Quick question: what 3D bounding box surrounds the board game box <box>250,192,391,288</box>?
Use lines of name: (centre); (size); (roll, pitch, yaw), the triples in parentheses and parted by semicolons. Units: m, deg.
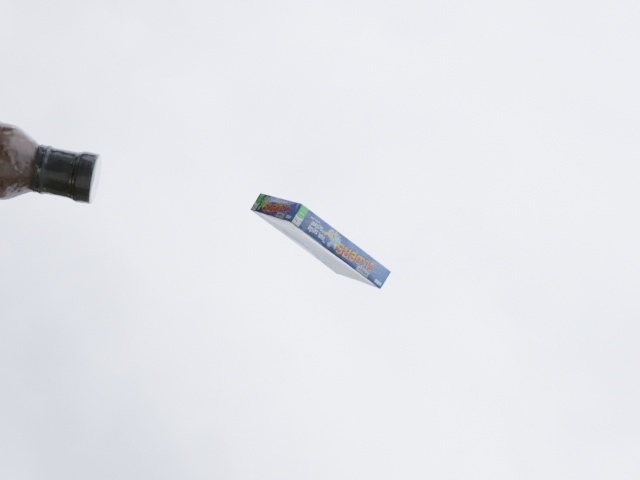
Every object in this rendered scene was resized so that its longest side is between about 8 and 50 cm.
board game box: (0.000, 0.000, 1.669); (0.201, 0.035, 0.136); (37, -10, -29)

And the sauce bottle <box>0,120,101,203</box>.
sauce bottle: (-0.469, -0.112, 1.429); (0.344, 0.111, 0.111); (12, -52, -5)
